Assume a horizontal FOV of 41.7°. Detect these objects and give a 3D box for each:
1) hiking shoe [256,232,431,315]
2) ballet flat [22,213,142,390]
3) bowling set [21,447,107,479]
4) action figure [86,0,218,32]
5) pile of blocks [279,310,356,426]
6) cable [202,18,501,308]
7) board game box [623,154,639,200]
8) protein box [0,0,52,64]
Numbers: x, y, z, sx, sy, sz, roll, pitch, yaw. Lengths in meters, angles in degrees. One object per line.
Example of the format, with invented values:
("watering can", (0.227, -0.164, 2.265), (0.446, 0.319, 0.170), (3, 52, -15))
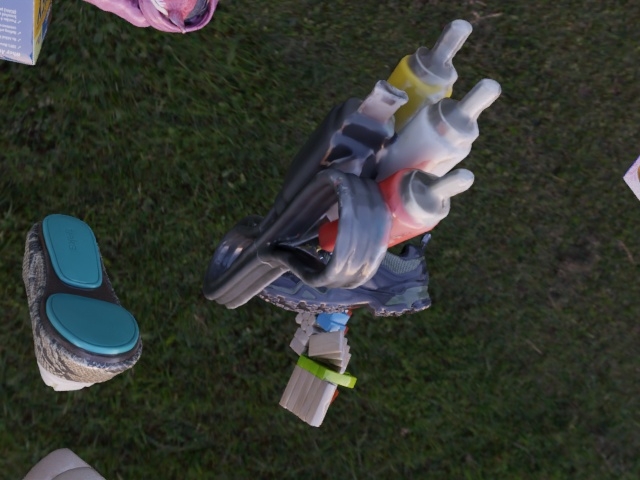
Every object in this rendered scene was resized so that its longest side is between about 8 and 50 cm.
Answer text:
("hiking shoe", (0.022, 0.030, 1.019), (0.227, 0.086, 0.114), (5, 78, -8))
("ballet flat", (-0.401, 0.128, 1.355), (0.164, 0.483, 0.182), (14, 109, -31))
("bowling set", (-0.140, 0.206, 0.435), (0.154, 0.287, 0.200), (-50, 154, -21))
("action figure", (-0.208, -0.324, 0.994), (0.248, 0.370, 0.275), (-24, 139, -7))
("pile of blocks", (0.027, 0.182, 1.621), (0.113, 0.149, 0.362), (22, 66, -40))
("cable", (0.000, 0.000, 0.497), (0.072, 0.287, 0.139), (20, 56, -17))
("board game box", (0.568, -0.186, 1.000), (0.318, 0.066, 0.318), (-16, 151, -24))
("protein box", (-0.488, -0.383, 1.178), (0.200, 0.136, 0.201), (9, 136, -11))
